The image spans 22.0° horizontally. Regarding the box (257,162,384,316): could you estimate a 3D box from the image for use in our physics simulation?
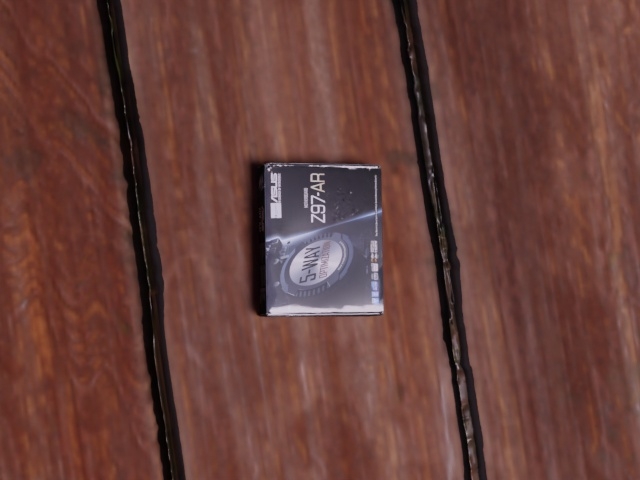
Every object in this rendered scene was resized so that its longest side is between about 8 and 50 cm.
[{"bbox_3d":[0.000,0.000,0.898,0.067,0.018,0.083,1,85,-15],"label":"box"}]
